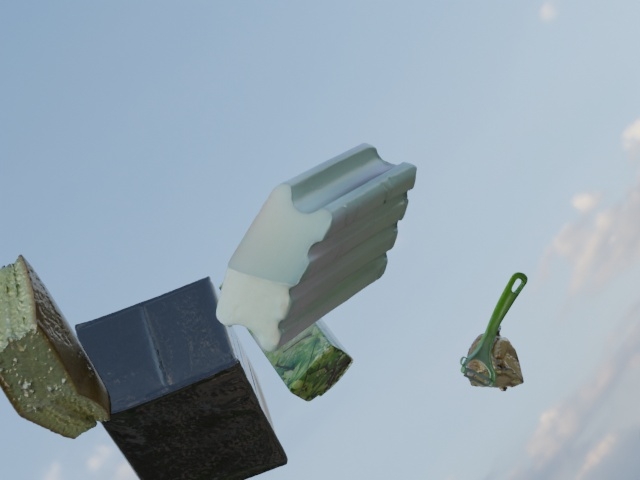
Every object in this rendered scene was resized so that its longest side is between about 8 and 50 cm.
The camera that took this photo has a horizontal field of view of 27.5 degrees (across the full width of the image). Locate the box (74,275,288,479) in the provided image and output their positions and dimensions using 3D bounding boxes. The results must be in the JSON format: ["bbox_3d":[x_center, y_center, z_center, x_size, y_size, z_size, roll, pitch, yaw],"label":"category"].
[{"bbox_3d":[-0.234,0.267,2.243,0.251,0.204,0.345,-21,-39,-3],"label":"box"}]

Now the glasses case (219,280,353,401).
[{"bbox_3d":[-0.054,0.121,1.938,0.095,0.272,0.062,-48,-49,8],"label":"glasses case"}]

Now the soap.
[{"bbox_3d":[0.000,0.000,1.583,0.289,0.095,0.173,-31,-37,-56],"label":"soap"}]

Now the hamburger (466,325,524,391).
[{"bbox_3d":[0.288,0.199,2.241,0.087,0.102,0.176,-21,-21,16],"label":"hamburger"}]

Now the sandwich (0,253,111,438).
[{"bbox_3d":[-0.361,0.152,1.693,0.094,0.258,0.096,-24,14,16],"label":"sandwich"}]

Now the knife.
[{"bbox_3d":[0.245,0.119,1.829,0.078,0.022,0.166,27,-97,-41],"label":"knife"}]
